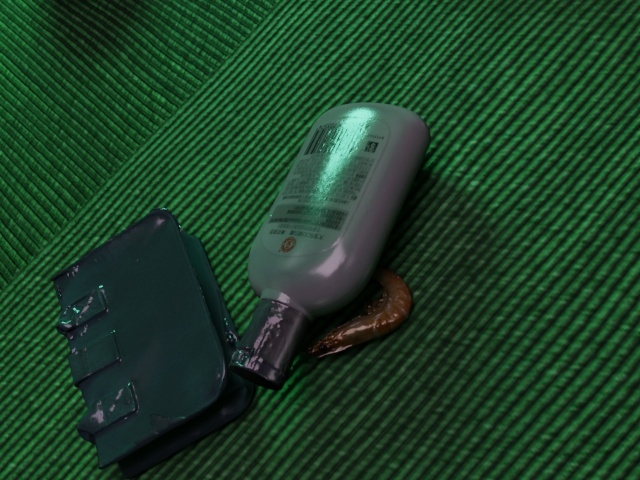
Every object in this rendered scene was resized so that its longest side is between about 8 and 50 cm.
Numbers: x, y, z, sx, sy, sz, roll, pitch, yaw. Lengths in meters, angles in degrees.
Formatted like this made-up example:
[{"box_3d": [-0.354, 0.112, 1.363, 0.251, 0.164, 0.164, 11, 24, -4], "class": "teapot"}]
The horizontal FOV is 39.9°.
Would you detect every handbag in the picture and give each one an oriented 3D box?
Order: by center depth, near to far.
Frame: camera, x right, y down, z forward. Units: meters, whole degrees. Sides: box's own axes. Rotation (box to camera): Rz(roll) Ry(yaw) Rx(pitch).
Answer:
[{"box_3d": [-0.176, 0.100, 0.878, 0.179, 0.062, 0.229, -32, 57, 8], "class": "handbag"}]

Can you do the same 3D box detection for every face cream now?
[{"box_3d": [0.000, 0.000, 0.832, 0.144, 0.071, 0.291, 4, 61, 41], "class": "face cream"}]

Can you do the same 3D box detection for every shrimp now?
[{"box_3d": [0.029, 0.065, 0.830, 0.114, 0.023, 0.083, -30, 54, -1], "class": "shrimp"}]
